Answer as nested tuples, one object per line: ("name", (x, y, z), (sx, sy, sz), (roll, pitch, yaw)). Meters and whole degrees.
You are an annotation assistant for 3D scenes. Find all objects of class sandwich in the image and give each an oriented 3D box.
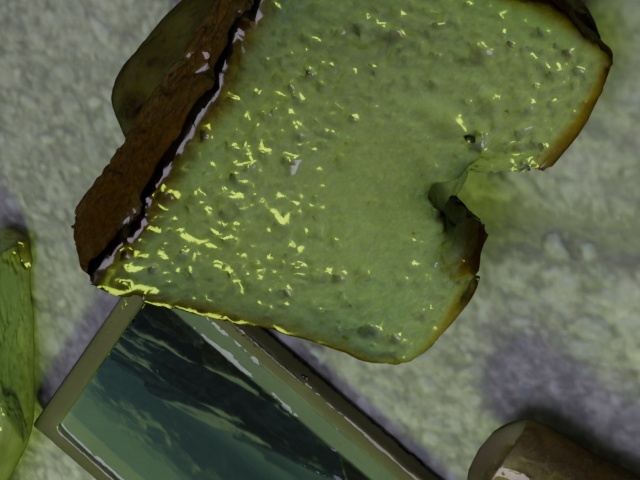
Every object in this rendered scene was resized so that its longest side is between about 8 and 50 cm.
("sandwich", (0.021, -0.067, 0.902), (0.249, 0.095, 0.273), (20, 113, -25))

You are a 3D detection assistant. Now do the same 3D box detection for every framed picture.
("framed picture", (-0.056, 0.186, 1.215), (0.335, 0.022, 0.247), (41, 128, 3))

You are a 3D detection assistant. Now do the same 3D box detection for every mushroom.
("mushroom", (-0.291, 0.139, 1.282), (0.107, 0.087, 0.333), (35, 125, 12))

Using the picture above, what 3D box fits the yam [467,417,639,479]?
("yam", (0.266, 0.223, 1.022), (0.356, 0.081, 0.081), (28, 126, 12))

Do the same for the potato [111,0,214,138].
("potato", (-0.077, -0.131, 0.978), (0.081, 0.149, 0.120), (30, 124, 5))
